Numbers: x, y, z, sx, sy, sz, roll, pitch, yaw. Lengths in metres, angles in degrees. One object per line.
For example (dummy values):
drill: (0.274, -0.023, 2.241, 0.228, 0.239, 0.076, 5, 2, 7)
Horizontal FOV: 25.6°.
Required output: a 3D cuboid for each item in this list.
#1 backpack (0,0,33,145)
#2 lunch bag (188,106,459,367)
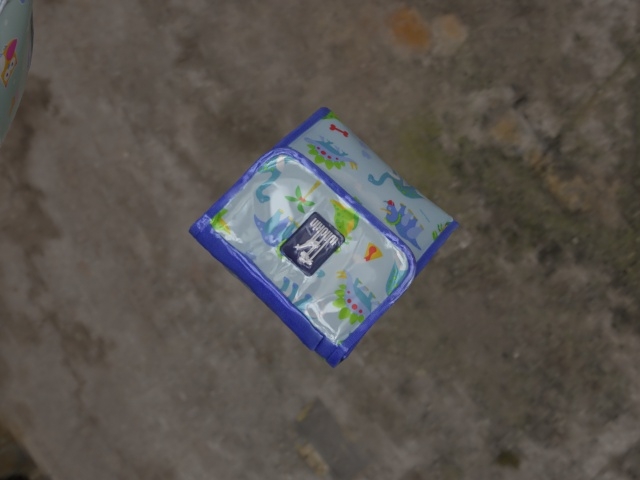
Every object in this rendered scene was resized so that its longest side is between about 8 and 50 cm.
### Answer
backpack: (-0.230, -0.089, 0.736, 0.144, 0.166, 0.188, 22, 164, -13)
lunch bag: (0.000, 0.000, 0.920, 0.129, 0.151, 0.096, 42, 131, 4)
